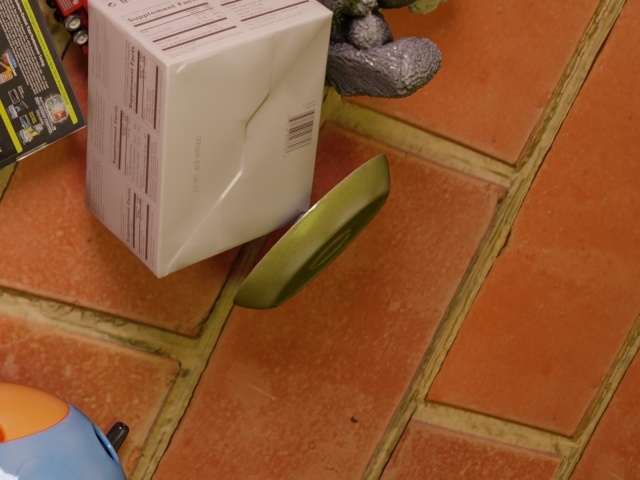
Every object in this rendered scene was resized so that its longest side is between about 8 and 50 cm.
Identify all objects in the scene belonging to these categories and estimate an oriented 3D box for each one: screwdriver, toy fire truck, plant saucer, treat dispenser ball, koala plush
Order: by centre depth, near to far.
[{"bbox_3d":[-0.207,-0.258,1.612,0.135,0.047,0.192,-35,148,-8],"label":"toy fire truck"},{"bbox_3d":[-0.345,0.292,1.695,0.288,0.288,0.288,-14,120,-25],"label":"treat dispenser ball"},{"bbox_3d":[0.056,-0.285,1.739,0.221,0.203,0.196,-49,119,-27],"label":"koala plush"},{"bbox_3d":[0.000,0.000,1.813,0.241,0.241,0.037,-44,84,-5],"label":"plant saucer"},{"bbox_3d":[-0.276,0.287,1.902,0.024,0.025,0.170,26,98,-37],"label":"screwdriver"}]

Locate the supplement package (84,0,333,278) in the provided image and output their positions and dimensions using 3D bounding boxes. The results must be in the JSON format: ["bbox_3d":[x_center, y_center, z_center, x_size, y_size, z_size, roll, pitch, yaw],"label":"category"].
[{"bbox_3d":[-0.119,-0.131,1.654,0.204,0.145,0.262,-23,138,-33],"label":"supplement package"}]

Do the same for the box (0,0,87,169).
[{"bbox_3d":[-0.376,-0.184,1.579,0.216,0.060,0.270,-30,126,-16],"label":"box"}]
